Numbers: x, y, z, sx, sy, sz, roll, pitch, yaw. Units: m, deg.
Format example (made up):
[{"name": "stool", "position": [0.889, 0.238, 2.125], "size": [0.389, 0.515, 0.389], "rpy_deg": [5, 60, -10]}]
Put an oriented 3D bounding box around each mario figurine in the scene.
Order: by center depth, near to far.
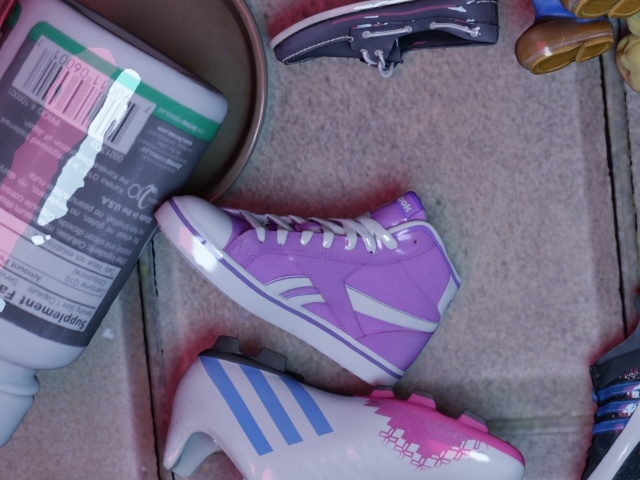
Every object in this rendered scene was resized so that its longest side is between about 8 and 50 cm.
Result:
[{"name": "mario figurine", "position": [0.134, -0.295, 1.588], "size": [0.198, 0.170, 0.320], "rpy_deg": [-32, 65, 23]}]

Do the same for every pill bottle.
[{"name": "pill bottle", "position": [-0.252, -0.018, 1.668], "size": [0.204, 0.204, 0.361], "rpy_deg": [33, 95, 11]}]

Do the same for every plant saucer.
[{"name": "plant saucer", "position": [-0.176, -0.142, 1.783], "size": [0.278, 0.041, 0.278], "rpy_deg": [1, 94, 16]}]

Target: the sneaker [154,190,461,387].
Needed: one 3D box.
[{"name": "sneaker", "position": [0.000, 0.000, 1.666], "size": [0.282, 0.102, 0.161], "rpy_deg": [32, 101, -32]}]

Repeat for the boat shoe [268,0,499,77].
[{"name": "boat shoe", "position": [0.056, -0.176, 1.696], "size": [0.206, 0.075, 0.065], "rpy_deg": [-14, 87, 12]}]

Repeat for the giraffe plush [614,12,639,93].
[{"name": "giraffe plush", "position": [0.357, -0.178, 1.577], "size": [0.170, 0.210, 0.181], "rpy_deg": [-27, 70, -17]}]

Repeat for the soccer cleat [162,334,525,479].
[{"name": "soccer cleat", "position": [0.013, 0.190, 1.676], "size": [0.331, 0.116, 0.143], "rpy_deg": [14, 72, 29]}]

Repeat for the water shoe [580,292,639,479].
[{"name": "water shoe", "position": [0.265, 0.138, 1.673], "size": [0.080, 0.073, 0.203], "rpy_deg": [35, 99, 33]}]
